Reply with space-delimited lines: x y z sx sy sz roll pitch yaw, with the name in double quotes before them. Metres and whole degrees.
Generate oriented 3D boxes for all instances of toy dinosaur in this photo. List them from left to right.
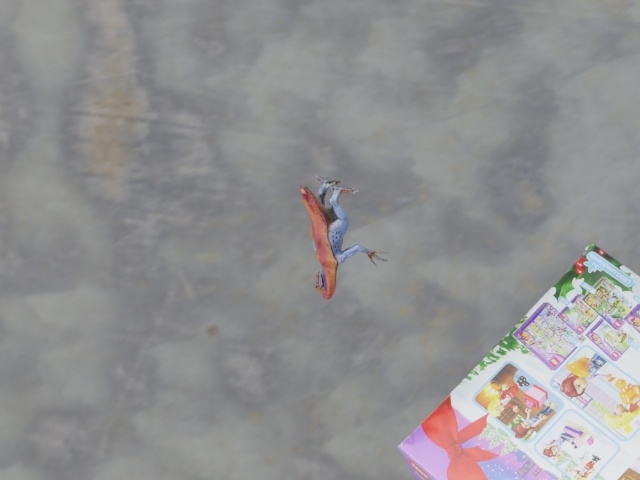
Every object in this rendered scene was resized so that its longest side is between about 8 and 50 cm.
"toy dinosaur" 0.000 0.000 1.224 0.047 0.090 0.082 24 106 45

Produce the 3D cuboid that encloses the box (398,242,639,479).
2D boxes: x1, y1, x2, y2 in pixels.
"box" 0.223 0.159 1.214 0.201 0.057 0.293 -44 58 -11
